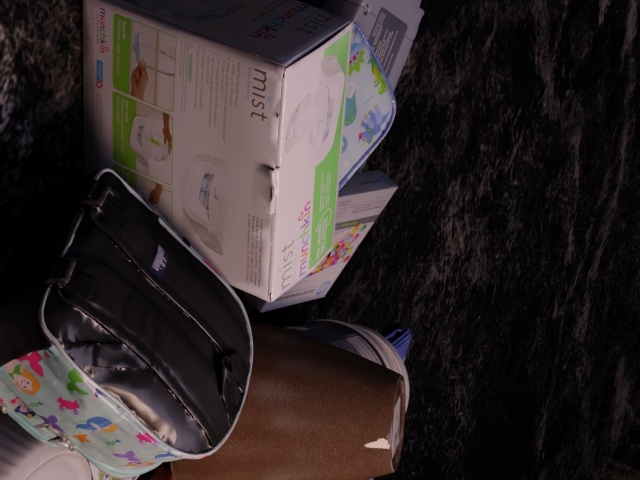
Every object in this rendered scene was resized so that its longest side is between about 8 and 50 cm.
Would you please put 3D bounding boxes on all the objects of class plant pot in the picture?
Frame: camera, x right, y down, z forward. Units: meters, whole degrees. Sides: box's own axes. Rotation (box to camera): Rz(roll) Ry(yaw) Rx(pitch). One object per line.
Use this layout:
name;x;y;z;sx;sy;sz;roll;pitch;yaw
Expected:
plant pot;-0.027;0.192;1.901;0.215;0.230;0.215;4;90;-80

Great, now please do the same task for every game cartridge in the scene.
game cartridge;0.029;-0.189;2.086;0.198;0.062;0.297;19;93;-62

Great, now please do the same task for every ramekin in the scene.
ramekin;-0.313;0.256;1.669;0.207;0.109;0.207;-47;149;-40

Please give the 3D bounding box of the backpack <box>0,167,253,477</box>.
backpack;-0.188;0.092;1.583;0.253;0.191;0.225;41;44;-26

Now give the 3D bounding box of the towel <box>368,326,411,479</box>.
towel;0.041;0.305;2.574;0.243;0.040;0.336;-30;139;-57

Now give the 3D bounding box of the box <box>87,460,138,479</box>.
box;-0.214;0.132;1.836;0.201;0.057;0.293;-50;150;-35

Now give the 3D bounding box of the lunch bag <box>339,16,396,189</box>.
lunch bag;-0.021;-0.129;1.913;0.219;0.090;0.176;-50;131;-21

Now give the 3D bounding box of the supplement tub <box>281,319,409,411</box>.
supplement tub;-0.019;0.199;2.144;0.272;0.191;0.191;-7;117;-64

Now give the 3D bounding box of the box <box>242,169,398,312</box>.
box;0.000;0.000;2.115;0.145;0.038;0.186;-11;141;-56

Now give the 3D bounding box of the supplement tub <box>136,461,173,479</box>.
supplement tub;-0.206;0.315;1.952;0.198;0.106;0.106;-41;145;-46

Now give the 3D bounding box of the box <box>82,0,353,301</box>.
box;-0.103;-0.109;1.646;0.127;0.231;0.262;-41;144;-46
